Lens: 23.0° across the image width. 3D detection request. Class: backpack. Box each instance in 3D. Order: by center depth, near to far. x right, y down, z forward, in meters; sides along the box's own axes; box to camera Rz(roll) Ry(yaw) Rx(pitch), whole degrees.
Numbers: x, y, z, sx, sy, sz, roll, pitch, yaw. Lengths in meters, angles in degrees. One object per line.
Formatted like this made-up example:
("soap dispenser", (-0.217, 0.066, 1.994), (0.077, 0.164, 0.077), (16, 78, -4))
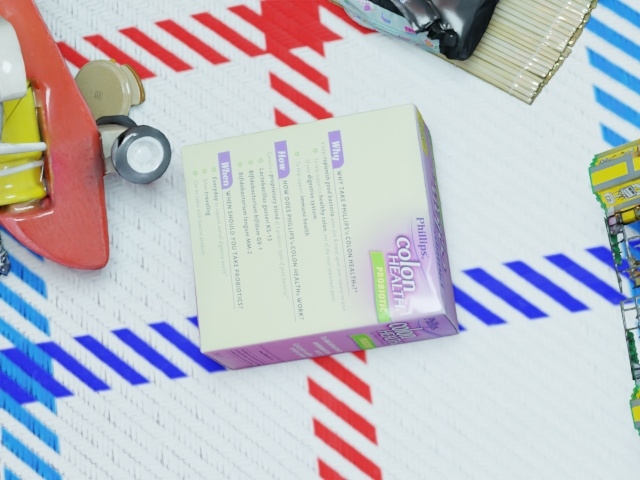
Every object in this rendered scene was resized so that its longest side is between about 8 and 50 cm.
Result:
("backpack", (0.090, -0.265, 1.593), (0.182, 0.115, 0.152), (23, 71, 17))

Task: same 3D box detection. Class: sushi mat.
("sushi mat", (0.128, -0.274, 1.658), (0.316, 0.019, 0.151), (29, 84, 17))

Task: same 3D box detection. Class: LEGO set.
("LEGO set", (0.390, 0.037, 1.399), (0.192, 0.255, 0.331), (-21, 59, 35))

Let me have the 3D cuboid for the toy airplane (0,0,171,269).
("toy airplane", (-0.350, -0.171, 1.531), (0.272, 0.386, 0.384), (-31, 64, -13))

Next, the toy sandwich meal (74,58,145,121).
("toy sandwich meal", (-0.231, -0.159, 1.702), (0.085, 0.029, 0.086), (4, 99, 26))

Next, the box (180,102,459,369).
("box", (0.000, 0.000, 1.568), (0.243, 0.117, 0.214), (-10, 75, 11))

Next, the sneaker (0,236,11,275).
("sneaker", (-0.355, 0.014, 1.684), (0.058, 0.052, 0.135), (13, 87, 5))
